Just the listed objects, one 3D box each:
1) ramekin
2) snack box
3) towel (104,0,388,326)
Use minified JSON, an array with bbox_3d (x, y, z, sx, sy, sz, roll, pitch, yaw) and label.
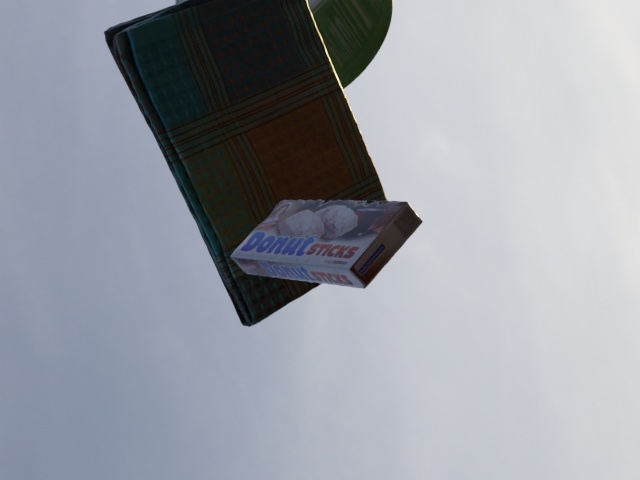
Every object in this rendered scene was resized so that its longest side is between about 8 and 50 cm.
[{"bbox_3d":[-0.061,-0.348,1.833,0.148,0.303,0.304,50,-132,-55],"label":"ramekin"},{"bbox_3d":[0.000,0.000,0.908,0.064,0.178,0.022,-49,-67,-19],"label":"snack box"},{"bbox_3d":[-0.063,-0.120,1.492,0.271,0.040,0.370,-30,-80,-34],"label":"towel"}]
